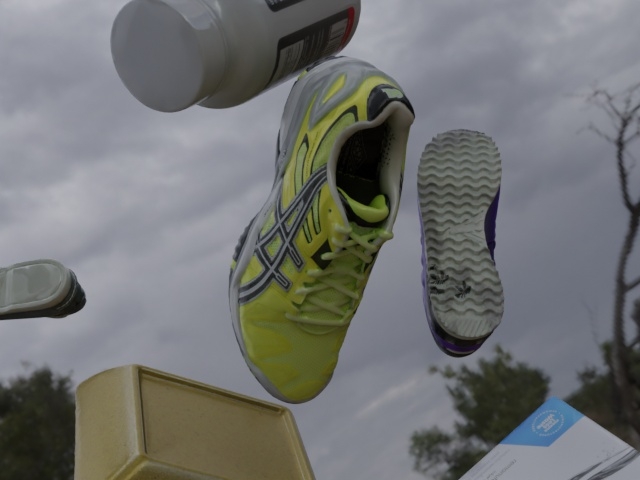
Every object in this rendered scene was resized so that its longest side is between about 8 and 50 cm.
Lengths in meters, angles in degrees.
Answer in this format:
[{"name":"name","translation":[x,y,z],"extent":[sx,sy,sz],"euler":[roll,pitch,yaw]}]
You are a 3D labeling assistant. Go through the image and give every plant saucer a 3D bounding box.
[{"name":"plant saucer","translation":[-0.138,0.271,1.311],"extent":[0.333,0.333,0.081],"euler":[18,-74,-19]}]

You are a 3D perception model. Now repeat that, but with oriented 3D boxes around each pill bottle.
[{"name":"pill bottle","translation":[-0.098,-0.260,1.238],"extent":[0.176,0.176,0.318],"euler":[-48,-6,39]}]

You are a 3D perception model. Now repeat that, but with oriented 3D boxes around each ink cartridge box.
[{"name":"ink cartridge box","translation":[0.182,0.188,0.674],"extent":[0.104,0.180,0.060],"euler":[-39,-59,-11]}]

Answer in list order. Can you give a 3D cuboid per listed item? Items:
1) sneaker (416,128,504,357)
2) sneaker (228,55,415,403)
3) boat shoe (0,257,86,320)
[{"name":"sneaker","translation":[0.162,0.009,1.259],"extent":[0.102,0.293,0.146],"euler":[3,-29,3]},{"name":"sneaker","translation":[0.000,0.000,1.099],"extent":[0.145,0.147,0.384],"euler":[4,-76,-24]},{"name":"boat shoe","translation":[-0.535,0.094,1.704],"extent":[0.320,0.116,0.099],"euler":[-5,-24,18]}]
